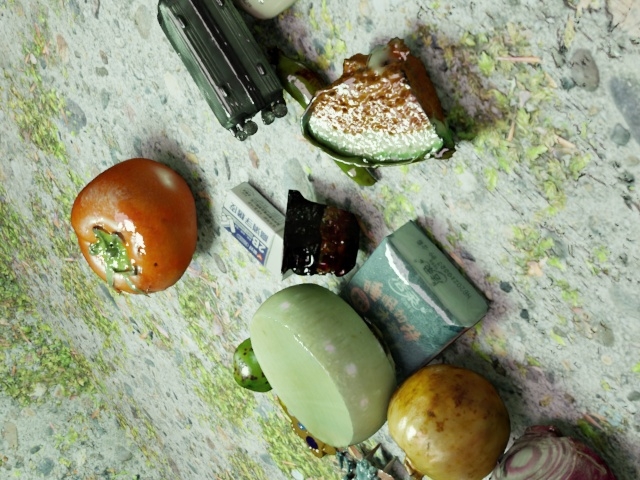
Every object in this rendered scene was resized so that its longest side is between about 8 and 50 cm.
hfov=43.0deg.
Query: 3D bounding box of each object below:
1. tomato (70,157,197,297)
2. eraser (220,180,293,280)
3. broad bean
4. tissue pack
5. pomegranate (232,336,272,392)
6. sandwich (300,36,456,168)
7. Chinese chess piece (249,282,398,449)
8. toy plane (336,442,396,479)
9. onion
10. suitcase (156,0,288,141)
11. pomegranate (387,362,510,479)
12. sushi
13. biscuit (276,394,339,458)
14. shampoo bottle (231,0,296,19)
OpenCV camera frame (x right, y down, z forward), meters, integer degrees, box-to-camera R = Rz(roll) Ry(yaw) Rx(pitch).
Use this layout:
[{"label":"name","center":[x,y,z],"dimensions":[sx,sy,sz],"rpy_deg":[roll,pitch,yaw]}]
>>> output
[{"label":"tomato","center":[-0.447,-0.039,2.047],"dimensions":[0.341,0.273,0.341],"rpy_deg":[19,132,23]},{"label":"eraser","center":[-0.131,-0.021,1.848],"dimensions":[0.210,0.068,0.124],"rpy_deg":[42,139,21]},{"label":"broad bean","center":[0.003,-0.244,1.533],"dimensions":[0.077,0.061,0.339],"rpy_deg":[-35,88,40]},{"label":"tissue pack","center":[0.158,0.135,1.589],"dimensions":[0.228,0.103,0.315],"rpy_deg":[49,144,10]},{"label":"pomegranate","center":[-0.154,0.329,2.060],"dimensions":[0.122,0.143,0.169],"rpy_deg":[41,129,29]},{"label":"sandwich","center":[0.100,-0.223,1.383],"dimensions":[0.292,0.109,0.212],"rpy_deg":[-9,98,38]},{"label":"Chinese chess piece","center":[0.006,0.251,1.660],"dimensions":[0.349,0.146,0.349],"rpy_deg":[40,150,30]},{"label":"toy plane","center":[0.115,0.620,1.986],"dimensions":[0.223,0.104,0.326],"rpy_deg":[34,138,29]},{"label":"onion","center":[0.417,0.475,1.426],"dimensions":[0.230,0.272,0.256],"rpy_deg":[5,155,43]},{"label":"suitcase","center":[-0.190,-0.350,1.572],"dimensions":[0.312,0.128,0.202],"rpy_deg":[58,171,-9]},{"label":"pomegranate","center":[0.238,0.348,1.526],"dimensions":[0.248,0.248,0.248],"rpy_deg":[29,135,34]},{"label":"sushi","center":[0.000,0.000,1.633],"dimensions":[0.150,0.172,0.153],"rpy_deg":[6,108,-3]},{"label":"biscuit","center":[-0.041,0.462,2.119],"dimensions":[0.236,0.039,0.180],"rpy_deg":[58,145,4]},{"label":"shampoo bottle","center":[-0.096,-0.469,1.470],"dimensions":[0.257,0.078,0.127],"rpy_deg":[-1,120,52]}]
